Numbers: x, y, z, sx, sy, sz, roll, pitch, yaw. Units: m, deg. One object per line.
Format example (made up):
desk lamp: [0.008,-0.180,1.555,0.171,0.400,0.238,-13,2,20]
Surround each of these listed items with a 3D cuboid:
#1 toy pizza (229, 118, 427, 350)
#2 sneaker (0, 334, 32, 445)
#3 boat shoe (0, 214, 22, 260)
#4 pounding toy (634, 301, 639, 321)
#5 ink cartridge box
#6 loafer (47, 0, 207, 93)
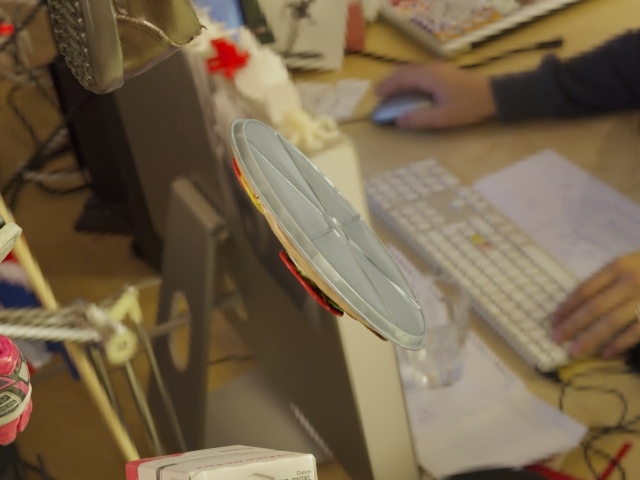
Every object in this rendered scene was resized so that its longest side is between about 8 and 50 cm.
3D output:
toy pizza: [0.000,0.000,0.987,0.032,0.201,0.201,-40,33,12]
sneaker: [-0.427,0.111,1.397,0.299,0.112,0.121,8,47,-2]
boat shoe: [-0.357,0.056,1.098,0.319,0.099,0.116,-35,10,29]
pounding toy: [0.326,0.073,1.159,0.154,0.269,0.155,-35,58,25]
ink cartridge box: [-0.128,0.325,1.845,0.172,0.100,0.237,-5,-3,-27]
loafer: [-0.166,-0.303,1.158,0.130,0.366,0.134,-18,36,-23]
